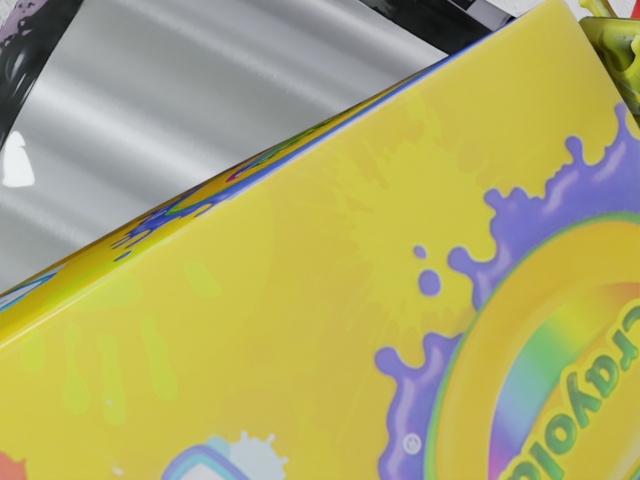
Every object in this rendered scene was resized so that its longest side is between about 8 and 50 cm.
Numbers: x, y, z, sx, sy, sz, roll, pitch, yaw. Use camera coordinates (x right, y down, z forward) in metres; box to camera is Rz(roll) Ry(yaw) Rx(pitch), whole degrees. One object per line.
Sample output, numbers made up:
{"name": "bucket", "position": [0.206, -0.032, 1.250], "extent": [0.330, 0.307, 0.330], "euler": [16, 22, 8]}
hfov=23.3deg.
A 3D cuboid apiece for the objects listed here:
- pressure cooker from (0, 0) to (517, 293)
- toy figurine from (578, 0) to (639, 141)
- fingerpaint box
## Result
{"name": "pressure cooker", "position": [-0.002, 0.005, 1.014], "extent": [0.370, 0.420, 0.375], "euler": [-58, -7, -37]}
{"name": "toy figurine", "position": [0.164, 0.012, 0.647], "extent": [0.362, 0.191, 0.217], "euler": [-53, -20, -77]}
{"name": "fingerpaint box", "position": [-0.129, 0.122, 0.541], "extent": [0.445, 0.163, 0.371], "euler": [-34, 6, -27]}
